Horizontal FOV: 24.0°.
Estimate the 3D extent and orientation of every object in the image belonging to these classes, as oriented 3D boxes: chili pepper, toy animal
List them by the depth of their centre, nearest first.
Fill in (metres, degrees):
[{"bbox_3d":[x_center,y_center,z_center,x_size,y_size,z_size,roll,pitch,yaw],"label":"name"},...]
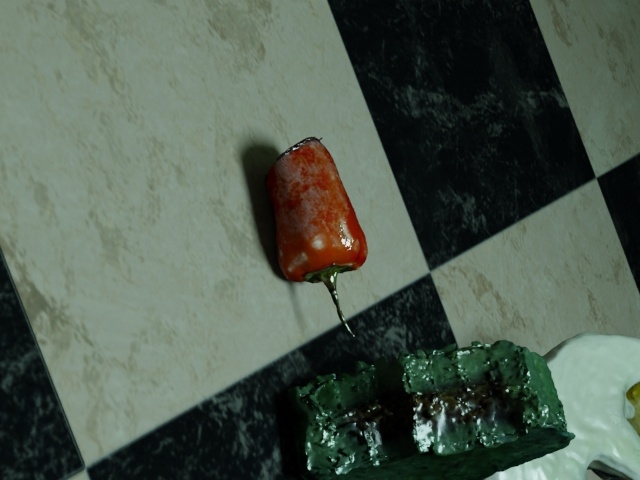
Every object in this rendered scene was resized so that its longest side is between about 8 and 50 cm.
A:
[{"bbox_3d":[0.000,0.000,1.397,0.086,0.084,0.192,-7,73,-44],"label":"chili pepper"},{"bbox_3d":[0.227,0.250,1.594,0.266,0.188,0.307,14,70,-33],"label":"toy animal"}]

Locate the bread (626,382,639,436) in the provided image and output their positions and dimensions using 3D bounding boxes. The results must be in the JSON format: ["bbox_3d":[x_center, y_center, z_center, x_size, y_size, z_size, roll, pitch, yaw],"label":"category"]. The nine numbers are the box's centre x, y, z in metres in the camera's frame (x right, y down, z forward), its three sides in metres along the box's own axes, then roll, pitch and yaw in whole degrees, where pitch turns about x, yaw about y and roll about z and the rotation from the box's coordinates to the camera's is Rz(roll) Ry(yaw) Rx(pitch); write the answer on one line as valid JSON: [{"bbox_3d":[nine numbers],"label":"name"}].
[{"bbox_3d":[0.470,0.222,1.968,0.197,0.197,0.170,-19,95,-62],"label":"bread"}]

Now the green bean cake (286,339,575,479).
[{"bbox_3d":[0.100,0.155,1.345,0.193,0.208,0.107,30,45,-53],"label":"green bean cake"}]

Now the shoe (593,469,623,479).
[{"bbox_3d":[0.343,0.241,1.864,0.159,0.062,0.053,39,39,-38],"label":"shoe"}]
